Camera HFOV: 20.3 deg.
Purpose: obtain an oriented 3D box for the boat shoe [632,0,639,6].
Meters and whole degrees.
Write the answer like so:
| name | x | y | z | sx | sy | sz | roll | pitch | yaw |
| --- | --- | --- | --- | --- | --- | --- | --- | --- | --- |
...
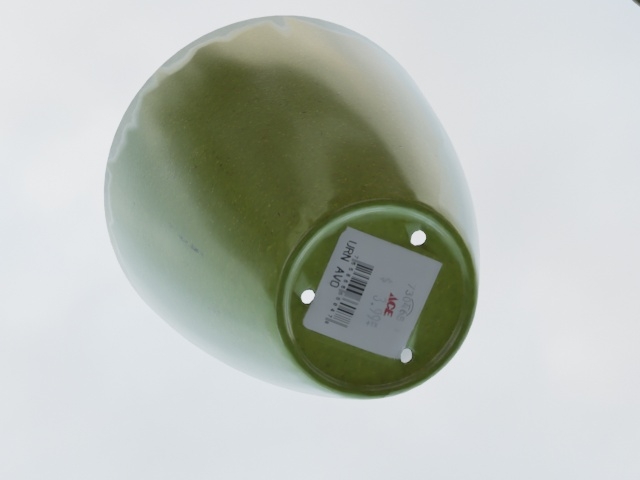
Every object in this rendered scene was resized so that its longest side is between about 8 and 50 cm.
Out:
| name | x | y | z | sx | sy | sz | roll | pitch | yaw |
| --- | --- | --- | --- | --- | --- | --- | --- | --- | --- |
| boat shoe | 0.136 | -0.164 | 0.812 | 0.064 | 0.060 | 0.178 | -3 | -141 | -38 |

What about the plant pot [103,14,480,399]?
| name | x | y | z | sx | sy | sz | roll | pitch | yaw |
| --- | --- | --- | --- | --- | --- | --- | --- | --- | --- |
| plant pot | 0.000 | 0.000 | 1.268 | 0.274 | 0.275 | 0.293 | -15 | -161 | -9 |
